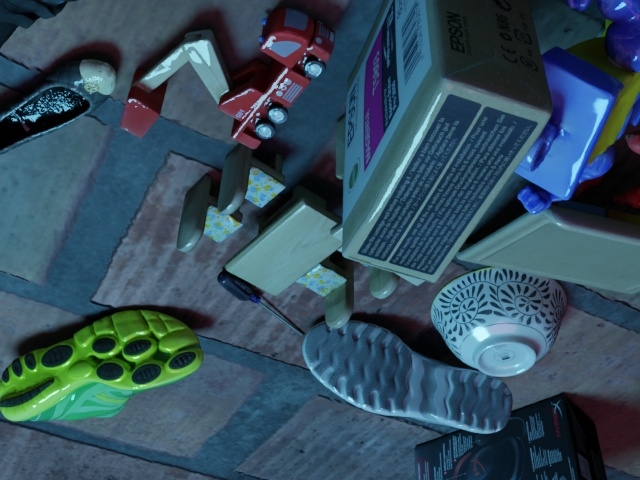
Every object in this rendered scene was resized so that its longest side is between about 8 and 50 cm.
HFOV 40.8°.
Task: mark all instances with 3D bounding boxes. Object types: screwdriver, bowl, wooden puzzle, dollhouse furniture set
[{"bbox_3d":[-0.070,0.081,1.085,0.024,0.025,0.170,-25,140,26],"label":"screwdriver"},{"bbox_3d":[0.224,0.115,1.060,0.170,0.080,0.170,0,138,0],"label":"bowl"},{"bbox_3d":[0.285,0.007,0.901,0.220,0.044,0.238,12,168,-11],"label":"wooden puzzle"},{"bbox_3d":[0.000,0.000,0.879,0.212,0.161,0.242,30,131,-28],"label":"dollhouse furniture set"}]

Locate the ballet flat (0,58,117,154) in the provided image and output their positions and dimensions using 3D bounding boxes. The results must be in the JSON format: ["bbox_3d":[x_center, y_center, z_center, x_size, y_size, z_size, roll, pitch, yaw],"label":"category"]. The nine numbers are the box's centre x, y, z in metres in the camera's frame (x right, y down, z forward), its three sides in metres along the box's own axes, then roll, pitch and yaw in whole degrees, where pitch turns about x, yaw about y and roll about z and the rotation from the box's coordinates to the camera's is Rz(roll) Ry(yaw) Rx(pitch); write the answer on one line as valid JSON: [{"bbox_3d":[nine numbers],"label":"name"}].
[{"bbox_3d":[-0.264,-0.124,0.835,0.173,0.049,0.057,-24,133,25],"label":"ballet flat"}]

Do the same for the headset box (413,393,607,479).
[{"bbox_3d":[0.263,0.383,1.252,0.293,0.218,0.110,-28,130,28],"label":"headset box"}]

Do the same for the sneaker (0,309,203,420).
[{"bbox_3d":[-0.283,0.170,1.141,0.295,0.110,0.123,-16,158,17],"label":"sneaker"}]

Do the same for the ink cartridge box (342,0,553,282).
[{"bbox_3d":[0.089,-0.118,0.693,0.088,0.235,0.193,15,136,-13],"label":"ink cartridge box"}]

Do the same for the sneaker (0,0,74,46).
[{"bbox_3d":[-0.203,-0.226,0.665,0.139,0.125,0.341,29,132,-29],"label":"sneaker"}]

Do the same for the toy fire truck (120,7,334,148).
[{"bbox_3d":[-0.090,-0.153,0.799,0.135,0.047,0.192,26,132,-22],"label":"toy fire truck"}]

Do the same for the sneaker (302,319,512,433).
[{"bbox_3d":[0.103,0.190,1.129,0.281,0.105,0.115,24,164,-5],"label":"sneaker"}]

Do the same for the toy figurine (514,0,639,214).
[{"bbox_3d":[0.243,-0.114,0.652,0.217,0.191,0.363,-30,150,-31],"label":"toy figurine"}]
